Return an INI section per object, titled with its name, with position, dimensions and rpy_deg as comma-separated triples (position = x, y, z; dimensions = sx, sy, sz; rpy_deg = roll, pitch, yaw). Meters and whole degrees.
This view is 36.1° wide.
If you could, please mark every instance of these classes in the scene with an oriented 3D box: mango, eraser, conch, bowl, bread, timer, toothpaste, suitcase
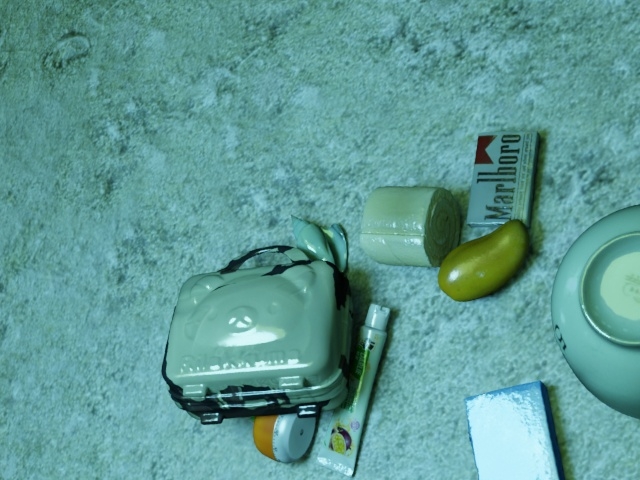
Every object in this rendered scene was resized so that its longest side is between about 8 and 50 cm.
[mango]
position = 0.290, 0.038, 1.719
dimensions = 0.184, 0.085, 0.102
rpy_deg = -35, 75, 8
[eraser]
position = 0.329, 0.397, 1.602
dimensions = 0.144, 0.042, 0.312
rpy_deg = -18, 66, 25
[conch]
position = -0.003, 0.005, 1.932
dimensions = 0.180, 0.088, 0.065
rpy_deg = 50, 146, 27
[bowl]
position = 0.507, 0.092, 1.503
dimensions = 0.354, 0.185, 0.354
rpy_deg = -10, 70, 29
[bread]
position = 0.164, -0.025, 1.787
dimensions = 0.141, 0.134, 0.148
rpy_deg = 4, 66, 37
[timer]
position = -0.078, 0.345, 1.843
dimensions = 0.136, 0.099, 0.136
rpy_deg = -21, 49, 27
[toothpaste]
position = 0.067, 0.271, 1.806
dimensions = 0.058, 0.056, 0.314
rpy_deg = -177, 104, -74
[suitcase]
position = -0.113, 0.154, 1.821
dimensions = 0.351, 0.194, 0.339
rpy_deg = -6, 49, 16

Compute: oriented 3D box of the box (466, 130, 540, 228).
[box]
position = 0.330, -0.108, 1.769
dimensions = 0.115, 0.036, 0.177
rpy_deg = 2, 76, 32
